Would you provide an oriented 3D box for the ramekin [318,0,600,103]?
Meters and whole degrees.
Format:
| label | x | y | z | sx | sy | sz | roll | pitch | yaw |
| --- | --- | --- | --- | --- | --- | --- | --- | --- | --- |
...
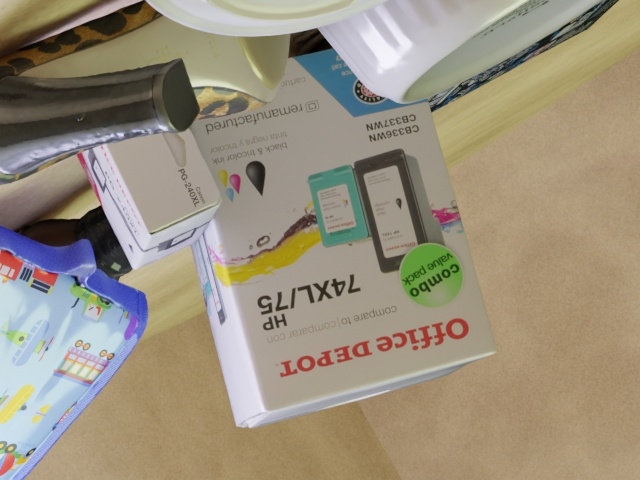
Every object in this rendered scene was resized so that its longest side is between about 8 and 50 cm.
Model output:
| label | x | y | z | sx | sy | sz | roll | pitch | yaw |
| --- | --- | --- | --- | --- | --- | --- | --- | --- | --- |
| ramekin | 0.108 | -0.193 | 0.975 | 0.273 | 0.127 | 0.273 | -30 | 175 | -3 |

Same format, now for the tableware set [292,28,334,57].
| label | x | y | z | sx | sy | sz | roll | pitch | yaw |
| --- | --- | --- | --- | --- | --- | --- | --- | --- | --- |
| tableware set | 0.069 | -0.192 | 1.328 | 0.194 | 0.039 | 0.128 | -30 | 176 | 3 |

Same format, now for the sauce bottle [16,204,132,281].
| label | x | y | z | sx | sy | sz | roll | pitch | yaw |
| --- | --- | --- | --- | --- | --- | --- | --- | --- | --- |
| sauce bottle | -0.272 | 0.052 | 1.428 | 0.344 | 0.111 | 0.111 | -32 | 175 | 17 |

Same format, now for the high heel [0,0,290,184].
| label | x | y | z | sx | sy | sz | roll | pitch | yaw |
| --- | --- | --- | --- | --- | --- | --- | --- | --- | --- |
| high heel | -0.129 | -0.106 | 0.950 | 0.186 | 0.093 | 0.261 | -8 | -163 | 21 |

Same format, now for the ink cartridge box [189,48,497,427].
| label | x | y | z | sx | sy | sz | roll | pitch | yaw |
| --- | --- | --- | --- | --- | --- | --- | --- | --- | --- |
| ink cartridge box | 0.000 | 0.000 | 1.287 | 0.198 | 0.270 | 0.197 | -14 | 172 | -11 |

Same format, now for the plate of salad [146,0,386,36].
| label | x | y | z | sx | sy | sz | roll | pitch | yaw |
| --- | --- | --- | --- | --- | --- | --- | --- | --- | --- |
| plate of salad | -0.006 | -0.175 | 0.798 | 0.200 | 0.048 | 0.200 | -15 | 154 | -7 |

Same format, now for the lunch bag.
| label | x | y | z | sx | sy | sz | roll | pitch | yaw |
| --- | --- | --- | --- | --- | --- | --- | --- | --- | --- |
| lunch bag | -0.295 | 0.100 | 1.287 | 0.293 | 0.138 | 0.221 | -39 | 140 | 17 |

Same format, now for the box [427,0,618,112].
| label | x | y | z | sx | sy | sz | roll | pitch | yaw |
| --- | --- | --- | --- | --- | --- | --- | --- | --- | --- |
| box | 0.190 | -0.222 | 1.592 | 0.293 | 0.073 | 0.295 | -28 | 176 | -13 |

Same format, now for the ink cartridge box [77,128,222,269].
| label | x | y | z | sx | sy | sz | roll | pitch | yaw |
| --- | --- | --- | --- | --- | --- | --- | --- | --- | --- |
| ink cartridge box | -0.132 | -0.049 | 1.169 | 0.063 | 0.109 | 0.150 | -25 | 175 | -15 |
